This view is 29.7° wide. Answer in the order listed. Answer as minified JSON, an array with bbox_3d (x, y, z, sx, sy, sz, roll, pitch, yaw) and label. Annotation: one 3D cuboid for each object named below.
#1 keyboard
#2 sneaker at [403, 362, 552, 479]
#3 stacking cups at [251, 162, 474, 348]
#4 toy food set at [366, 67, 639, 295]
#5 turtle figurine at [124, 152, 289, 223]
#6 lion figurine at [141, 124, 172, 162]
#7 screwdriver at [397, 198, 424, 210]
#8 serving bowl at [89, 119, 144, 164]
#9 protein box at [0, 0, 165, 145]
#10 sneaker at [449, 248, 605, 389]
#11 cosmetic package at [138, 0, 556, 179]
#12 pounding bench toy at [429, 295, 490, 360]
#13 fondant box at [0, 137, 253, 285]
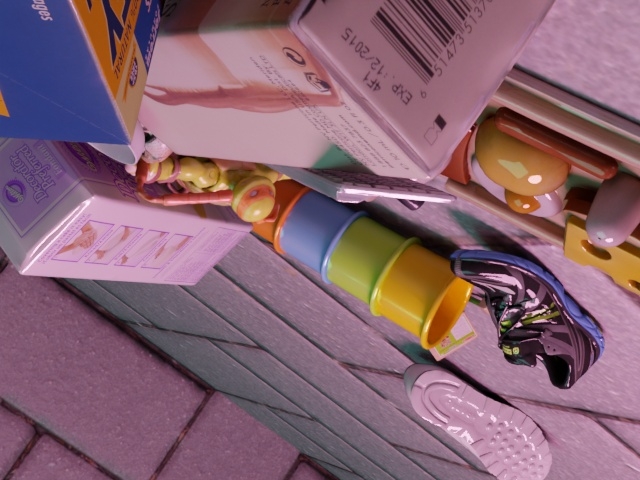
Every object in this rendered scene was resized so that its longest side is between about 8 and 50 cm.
[{"bbox_3d":[0.014,-0.046,0.801,0.072,0.014,0.256,-1,-171,-14],"label":"keyboard"},{"bbox_3d":[0.211,0.240,1.616,0.235,0.090,0.095,40,177,-11],"label":"sneaker"},{"bbox_3d":[0.000,0.000,1.243,0.316,0.096,0.096,27,164,23],"label":"stacking cups"},{"bbox_3d":[0.154,-0.017,0.872,0.306,0.092,0.219,29,164,19],"label":"toy food set"},{"bbox_3d":[-0.093,-0.082,1.078,0.269,0.087,0.217,-9,-133,-43],"label":"turtle figurine"},{"bbox_3d":[-0.214,-0.221,0.984,0.392,0.142,0.240,40,180,37],"label":"lion figurine"},{"bbox_3d":[0.034,-0.089,1.059,0.170,0.025,0.024,48,162,-18],"label":"screwdriver"},{"bbox_3d":[-0.153,-0.089,0.835,0.083,0.027,0.083,32,165,10],"label":"serving bowl"},{"bbox_3d":[-0.200,-0.160,0.613,0.201,0.136,0.200,4,154,7],"label":"protein box"},{"bbox_3d":[0.188,0.072,1.108,0.188,0.078,0.067,41,163,-25],"label":"sneaker"},{"bbox_3d":[-0.021,-0.139,0.749,0.129,0.153,0.296,44,161,-30],"label":"cosmetic package"},{"bbox_3d":[0.137,0.071,1.276,0.052,0.083,0.065,54,-173,-47],"label":"pounding bench toy"},{"bbox_3d":[-0.220,-0.081,1.101,0.238,0.096,0.330,51,-167,15],"label":"fondant box"}]
